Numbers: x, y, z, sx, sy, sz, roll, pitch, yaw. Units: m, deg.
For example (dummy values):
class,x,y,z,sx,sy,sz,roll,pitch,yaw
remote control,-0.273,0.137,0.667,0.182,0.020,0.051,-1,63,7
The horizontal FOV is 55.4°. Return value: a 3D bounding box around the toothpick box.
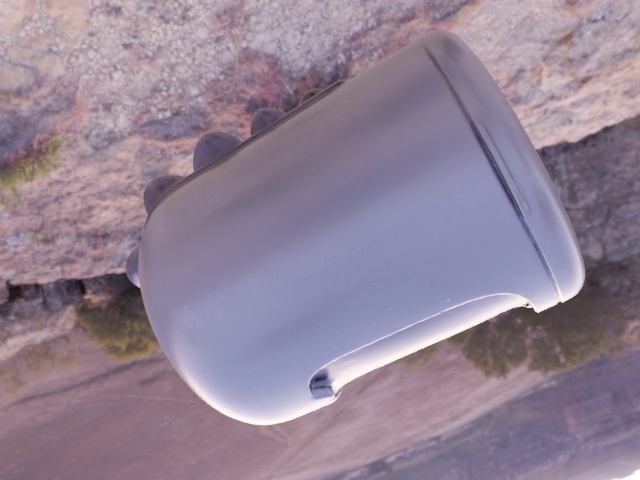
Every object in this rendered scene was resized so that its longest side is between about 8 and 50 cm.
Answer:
class,x,y,z,sx,sy,sz,roll,pitch,yaw
toothpick box,0.000,0.000,0.463,0.316,0.229,0.229,-27,154,14
